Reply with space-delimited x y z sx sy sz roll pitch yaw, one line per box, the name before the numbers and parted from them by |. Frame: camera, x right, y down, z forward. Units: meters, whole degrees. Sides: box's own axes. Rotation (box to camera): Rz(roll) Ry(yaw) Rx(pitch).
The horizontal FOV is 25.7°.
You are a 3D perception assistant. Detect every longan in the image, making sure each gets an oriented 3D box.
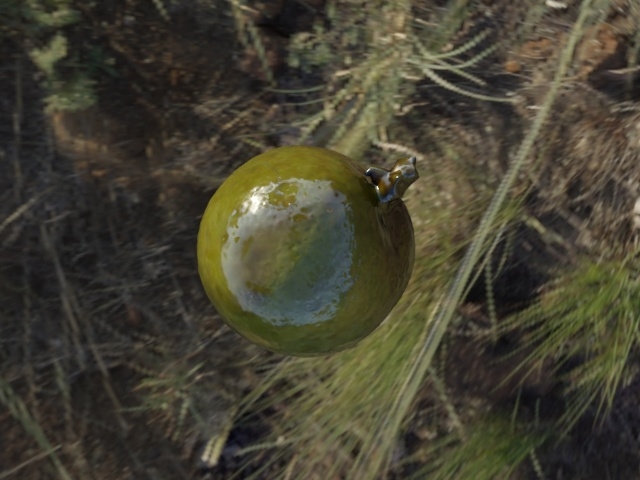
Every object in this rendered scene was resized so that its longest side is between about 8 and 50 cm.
longan | 0.000 0.000 0.940 0.176 0.154 0.145 -34 106 18
